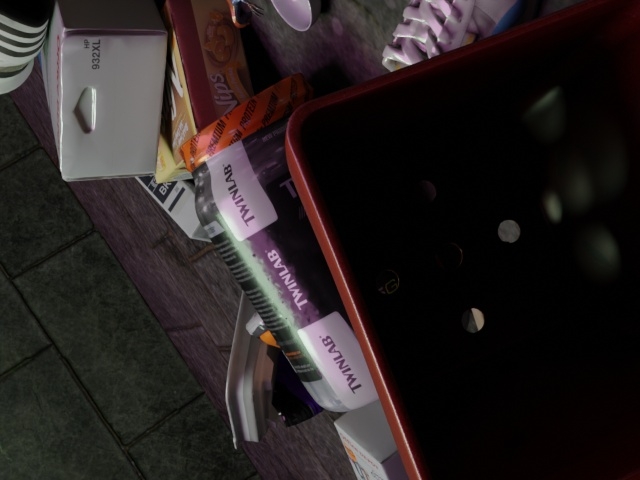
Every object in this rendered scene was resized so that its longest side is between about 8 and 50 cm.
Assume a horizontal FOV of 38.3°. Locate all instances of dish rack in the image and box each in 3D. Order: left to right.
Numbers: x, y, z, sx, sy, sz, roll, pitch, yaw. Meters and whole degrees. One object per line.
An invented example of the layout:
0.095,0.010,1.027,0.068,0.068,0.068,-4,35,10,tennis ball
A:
-0.100,0.193,1.598,0.072,0.286,0.333,7,151,4,dish rack

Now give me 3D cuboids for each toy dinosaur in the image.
-0.095,-0.279,1.020,0.090,0.047,0.082,23,125,6,toy dinosaur

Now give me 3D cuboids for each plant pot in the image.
0.126,0.011,0.633,0.236,0.267,0.267,169,79,-79,plant pot

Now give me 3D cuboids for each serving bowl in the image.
-0.025,-0.257,0.938,0.083,0.027,0.083,47,158,25,serving bowl

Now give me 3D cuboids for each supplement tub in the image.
0.000,0.000,1.024,0.338,0.207,0.207,57,161,-6,supplement tub

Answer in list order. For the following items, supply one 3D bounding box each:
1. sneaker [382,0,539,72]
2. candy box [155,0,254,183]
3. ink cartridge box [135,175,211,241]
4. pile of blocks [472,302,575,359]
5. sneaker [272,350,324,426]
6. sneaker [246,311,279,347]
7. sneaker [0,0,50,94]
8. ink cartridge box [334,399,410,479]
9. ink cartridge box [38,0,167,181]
0.100,-0.159,0.697,0.087,0.092,0.229,46,158,32,sneaker
-0.176,-0.193,1.241,0.316,0.087,0.183,165,93,-70,candy box
-0.236,-0.113,1.504,0.332,0.065,0.165,43,-163,30,ink cartridge box
0.248,0.170,0.790,0.362,0.149,0.113,50,161,16,pile of blocks
-0.105,0.265,1.804,0.293,0.146,0.102,32,151,48,sneaker
0.008,0.142,1.345,0.180,0.124,0.321,44,-176,11,sneaker
-0.510,-0.360,1.059,0.447,0.169,0.257,28,150,-22,sneaker
0.124,0.320,1.371,0.128,0.127,0.176,31,148,52,ink cartridge box
-0.300,-0.259,1.227,0.307,0.129,0.223,-115,29,-43,ink cartridge box
